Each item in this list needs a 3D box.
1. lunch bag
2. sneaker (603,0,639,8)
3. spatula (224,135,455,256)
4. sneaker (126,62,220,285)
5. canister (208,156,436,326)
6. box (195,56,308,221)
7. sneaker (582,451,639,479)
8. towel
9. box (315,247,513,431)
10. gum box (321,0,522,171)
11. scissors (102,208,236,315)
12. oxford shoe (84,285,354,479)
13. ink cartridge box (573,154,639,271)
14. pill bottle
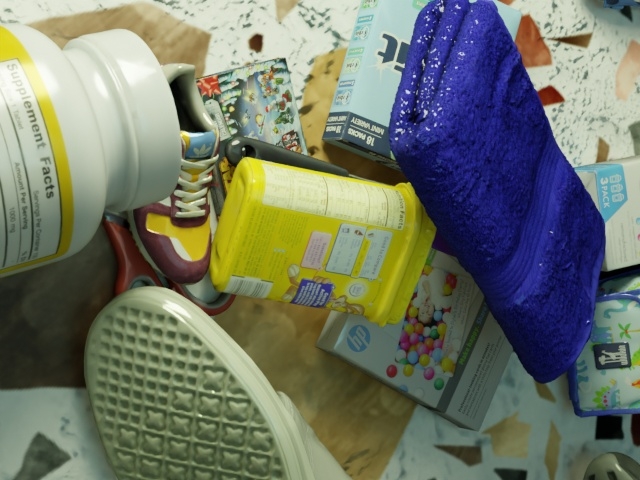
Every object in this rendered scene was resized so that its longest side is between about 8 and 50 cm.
[{"bbox_3d":[0.318,0.102,1.506,0.151,0.096,0.128,-12,100,-15],"label":"lunch bag"},{"bbox_3d":[0.314,-0.265,1.516,0.144,0.059,0.053,16,52,-44],"label":"sneaker"},{"bbox_3d":[0.046,-0.046,1.342,0.296,0.030,0.084,14,83,-24],"label":"spatula"},{"bbox_3d":[-0.119,-0.056,1.236,0.070,0.084,0.185,-15,90,-42],"label":"sneaker"},{"bbox_3d":[0.000,0.000,1.281,0.170,0.073,0.126,11,115,-20],"label":"canister"},{"bbox_3d":[-0.060,-0.087,1.318,0.094,0.027,0.137,-19,101,-27],"label":"box"},{"bbox_3d":[0.359,0.310,1.546,0.267,0.101,0.106,55,47,-21],"label":"sneaker"},{"bbox_3d":[0.170,-0.051,1.324,0.308,0.076,0.227,54,34,-34],"label":"towel"},{"bbox_3d":[0.102,0.078,1.410,0.186,0.038,0.145,32,75,-25],"label":"box"},{"bbox_3d":[0.098,-0.156,1.398,0.157,0.041,0.184,19,82,-30],"label":"gum box"},{"bbox_3d":[-0.179,-0.022,1.257,0.109,0.021,0.297,-47,113,-20],"label":"scissors"},{"bbox_3d":[-0.043,0.221,1.290,0.449,0.169,0.130,52,26,-12],"label":"oxford shoe"},{"bbox_3d":[0.340,-0.036,1.527,0.181,0.061,0.104,-12,97,-29],"label":"ink cartridge box"},{"bbox_3d":[-0.282,-0.056,1.102,0.334,0.188,0.187,-17,100,-29],"label":"pill bottle"}]
